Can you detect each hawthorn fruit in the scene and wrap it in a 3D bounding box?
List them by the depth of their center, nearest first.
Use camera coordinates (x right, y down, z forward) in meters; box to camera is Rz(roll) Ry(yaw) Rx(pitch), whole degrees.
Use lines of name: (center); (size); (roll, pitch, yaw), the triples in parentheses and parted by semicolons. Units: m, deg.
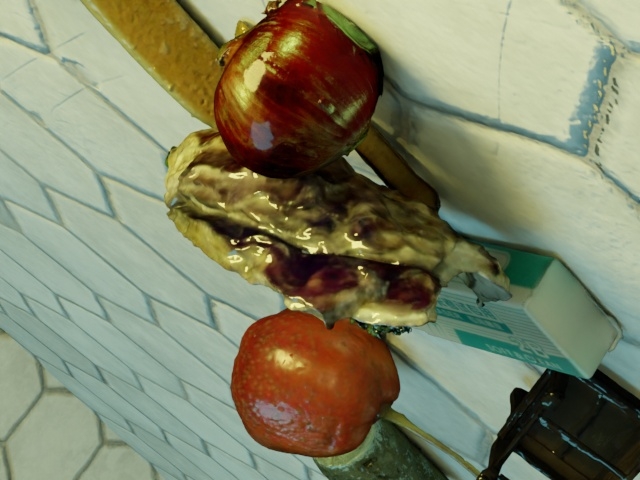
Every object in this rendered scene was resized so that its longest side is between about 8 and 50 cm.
hawthorn fruit: (0.046, 0.168, 1.601); (0.285, 0.165, 0.165); (25, 162, 17)

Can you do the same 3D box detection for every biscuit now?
biscuit: (-0.120, -0.152, 1.194); (0.188, 0.052, 0.056); (47, 178, -32)

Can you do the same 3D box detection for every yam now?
yam: (0.067, 0.268, 1.911); (0.107, 0.107, 0.194); (15, 153, 53)

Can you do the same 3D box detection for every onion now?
onion: (-0.020, -0.094, 1.049); (0.119, 0.118, 0.117); (34, 169, 9)

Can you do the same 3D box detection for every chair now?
chair: (0.210, 0.150, 1.325); (0.106, 0.113, 0.229); (36, -158, 2)

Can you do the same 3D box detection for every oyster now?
oyster: (0.004, -0.010, 1.124); (0.271, 0.100, 0.275); (22, -175, 3)

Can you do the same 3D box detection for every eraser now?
eraser: (0.118, 0.043, 1.242); (0.095, 0.052, 0.225); (44, 163, -31)

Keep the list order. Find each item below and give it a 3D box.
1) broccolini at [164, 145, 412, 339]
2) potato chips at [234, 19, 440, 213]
broccolini: (-0.029, -0.001, 1.415); (0.271, 0.062, 0.123); (36, 150, -17)
potato chips: (0.015, -0.083, 1.154); (0.204, 0.026, 0.037); (40, 178, -16)
